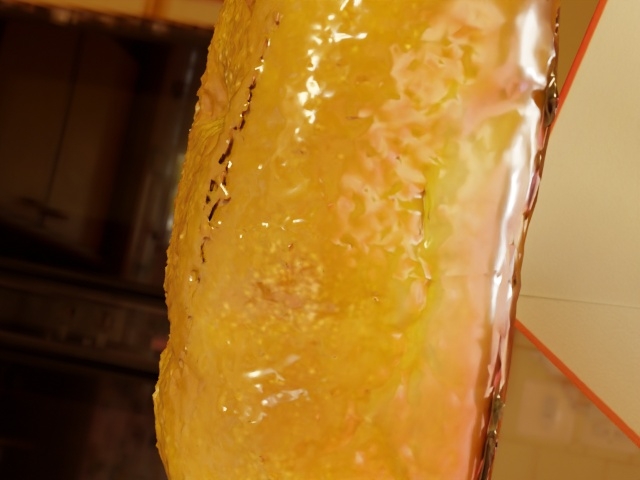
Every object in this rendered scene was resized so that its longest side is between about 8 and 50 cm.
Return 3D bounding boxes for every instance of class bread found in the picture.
[{"bbox_3d":[-0.008,-0.001,0.738,0.148,0.337,0.328,9,-173,-11],"label":"bread"}]

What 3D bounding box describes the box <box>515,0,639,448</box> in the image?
[{"bbox_3d":[0.344,-0.025,0.983,0.257,0.348,0.318,-6,-143,-38],"label":"box"}]
